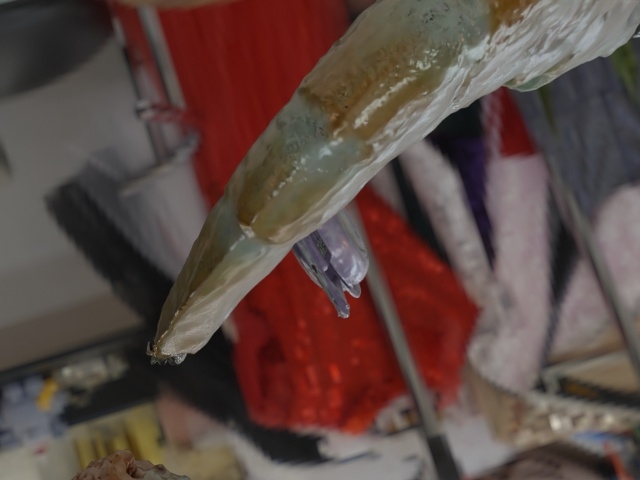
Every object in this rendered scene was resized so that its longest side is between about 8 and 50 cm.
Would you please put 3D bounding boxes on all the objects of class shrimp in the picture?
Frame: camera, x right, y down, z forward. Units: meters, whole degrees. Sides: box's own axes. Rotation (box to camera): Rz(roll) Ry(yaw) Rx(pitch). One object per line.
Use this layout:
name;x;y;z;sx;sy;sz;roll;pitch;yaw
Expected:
shrimp;0.039;-0.053;0.742;0.287;0.068;0.185;-45;169;-10

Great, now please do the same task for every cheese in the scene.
cheese;0.000;0.000;1.315;0.042;0.105;0.191;-30;-173;9

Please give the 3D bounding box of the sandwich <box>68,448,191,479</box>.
sandwich;-0.167;0.250;1.047;0.301;0.250;0.162;-55;153;7
